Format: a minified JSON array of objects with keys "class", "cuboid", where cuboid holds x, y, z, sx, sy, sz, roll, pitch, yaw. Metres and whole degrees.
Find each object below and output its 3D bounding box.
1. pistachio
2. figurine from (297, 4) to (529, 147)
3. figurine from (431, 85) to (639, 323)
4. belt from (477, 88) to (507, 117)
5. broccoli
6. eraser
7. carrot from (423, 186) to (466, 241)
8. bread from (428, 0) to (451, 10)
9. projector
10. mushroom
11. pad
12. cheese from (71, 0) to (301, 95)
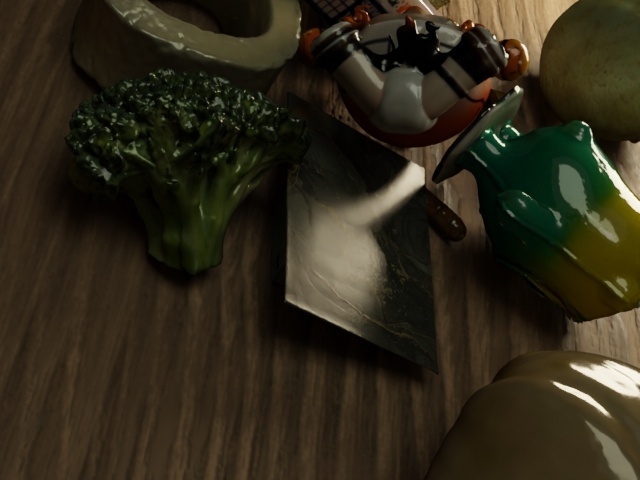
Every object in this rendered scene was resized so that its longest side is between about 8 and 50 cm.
[{"class":"pistachio","cuboid":[0.283,0.317,1.446,0.365,0.281,0.446,-12,53,6]},{"class":"figurine","cuboid":[0.126,-0.227,1.842,0.320,0.196,0.323,6,5,9]},{"class":"figurine","cuboid":[0.340,-0.040,1.861,0.340,0.231,0.323,45,25,9]},{"class":"belt","cuboid":[0.274,-0.205,2.095,0.036,0.059,0.083,13,47,-23]},{"class":"broccoli","cuboid":[-0.164,-0.088,1.634,0.288,0.246,0.248,9,9,3]},{"class":"eraser","cuboid":[0.081,-0.347,1.957,0.287,0.130,0.086,35,27,-51]},{"class":"carrot","cuboid":[0.149,-0.059,1.902,0.165,0.036,0.035,46,43,16]},{"class":"bread","cuboid":[0.071,-0.393,2.084,0.260,0.134,0.129,1,54,-26]},{"class":"projector","cuboid":[0.000,0.000,1.733,0.115,0.061,0.147,19,45,-19]},{"class":"mushroom","cuboid":[0.528,-0.286,2.180,0.352,0.260,0.352,-7,28,4]},{"class":"pad","cuboid":[0.053,-0.016,1.735,0.247,0.007,0.368,27,41,-27]},{"class":"cheese","cuboid":[-0.185,-0.317,1.834,0.292,0.153,0.332,17,44,-20]}]
